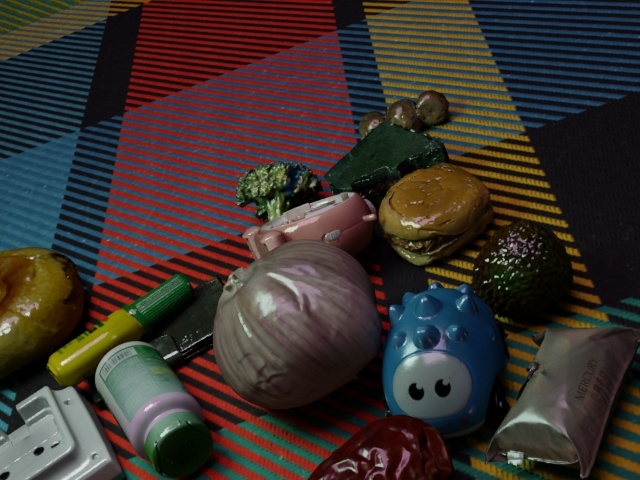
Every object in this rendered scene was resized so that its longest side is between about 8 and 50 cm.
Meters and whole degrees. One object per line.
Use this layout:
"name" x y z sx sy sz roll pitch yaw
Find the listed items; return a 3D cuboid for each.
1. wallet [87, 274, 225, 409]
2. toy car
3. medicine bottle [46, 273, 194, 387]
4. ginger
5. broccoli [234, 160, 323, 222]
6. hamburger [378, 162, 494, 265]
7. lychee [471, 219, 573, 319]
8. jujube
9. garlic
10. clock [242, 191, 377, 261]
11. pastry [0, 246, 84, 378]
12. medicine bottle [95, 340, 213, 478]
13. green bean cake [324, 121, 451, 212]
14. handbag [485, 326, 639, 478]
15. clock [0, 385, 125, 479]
"wallet" -0.309 0.192 1.950 0.317 0.044 0.169 -29 37 -3
"toy car" 0.182 0.173 1.544 0.188 0.190 0.255 -8 41 22
"medicine bottle" -0.374 0.169 1.918 0.309 0.076 0.111 -35 4 -19
"ginger" 0.180 -0.266 2.190 0.204 0.080 0.104 -18 31 15
"broccoli" -0.086 -0.091 2.114 0.154 0.167 0.160 -38 53 42
"hamburger" 0.212 -0.051 1.884 0.214 0.108 0.213 -14 34 10
"lychee" 0.326 0.053 1.643 0.171 0.171 0.171 -17 37 13
"jujube" 0.075 0.355 1.399 0.174 0.174 0.250 17 50 44
"garlic" -0.041 0.129 1.651 0.317 0.259 0.317 -57 6 9
"clock" 0.000 0.000 1.911 0.241 0.142 0.227 -27 10 -13
"pastry" -0.660 0.155 2.124 0.356 0.164 0.356 -12 39 10
"medicine bottle" -0.285 0.290 1.735 0.133 0.133 0.274 -35 35 -12
"green bean cake" 0.137 -0.128 2.022 0.208 0.107 0.193 -40 40 -17
"handbag" 0.346 0.221 1.450 0.182 0.117 0.270 -3 42 42
"clock" -0.502 0.392 1.760 0.262 0.116 0.231 -34 37 -9
